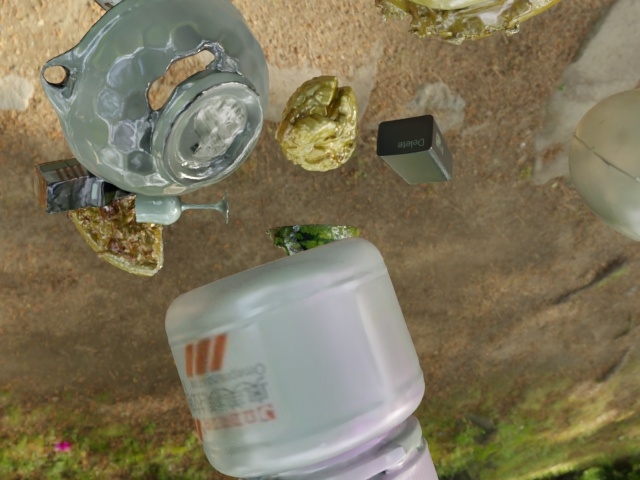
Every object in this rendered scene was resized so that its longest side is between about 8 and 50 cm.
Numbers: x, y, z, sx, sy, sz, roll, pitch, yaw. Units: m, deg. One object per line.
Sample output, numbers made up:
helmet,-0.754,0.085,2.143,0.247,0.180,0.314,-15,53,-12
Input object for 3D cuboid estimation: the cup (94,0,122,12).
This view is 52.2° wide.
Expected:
cup,-0.213,-0.343,0.840,0.173,0.134,0.142,-14,139,38

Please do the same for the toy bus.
toy bus,-0.411,-0.151,1.427,0.408,0.092,0.093,-20,141,-40

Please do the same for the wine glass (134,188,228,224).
wine glass,-0.298,-0.073,1.410,0.195,0.079,0.079,0,134,-10

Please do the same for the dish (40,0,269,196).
dish,-0.160,-0.156,0.786,0.303,0.120,0.303,-35,150,-24

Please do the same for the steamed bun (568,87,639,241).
steamed bun,0.691,-0.152,1.341,0.333,0.374,0.334,-8,126,-11

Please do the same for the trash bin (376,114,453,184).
trash bin,0.283,-0.253,1.908,0.165,0.115,0.225,-4,157,27

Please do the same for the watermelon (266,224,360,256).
watermelon,0.003,0.012,1.026,0.163,0.069,0.087,4,173,-28

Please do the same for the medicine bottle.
medicine bottle,-0.010,0.181,0.724,0.255,0.325,0.256,-18,178,-1

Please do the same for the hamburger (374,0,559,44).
hamburger,0.236,-0.499,1.167,0.268,0.445,0.287,13,103,-58

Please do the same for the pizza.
pizza,-0.474,-0.067,1.544,0.226,0.335,0.086,-43,172,13

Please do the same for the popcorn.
popcorn,-0.005,-0.316,1.775,0.225,0.332,0.265,31,104,8
